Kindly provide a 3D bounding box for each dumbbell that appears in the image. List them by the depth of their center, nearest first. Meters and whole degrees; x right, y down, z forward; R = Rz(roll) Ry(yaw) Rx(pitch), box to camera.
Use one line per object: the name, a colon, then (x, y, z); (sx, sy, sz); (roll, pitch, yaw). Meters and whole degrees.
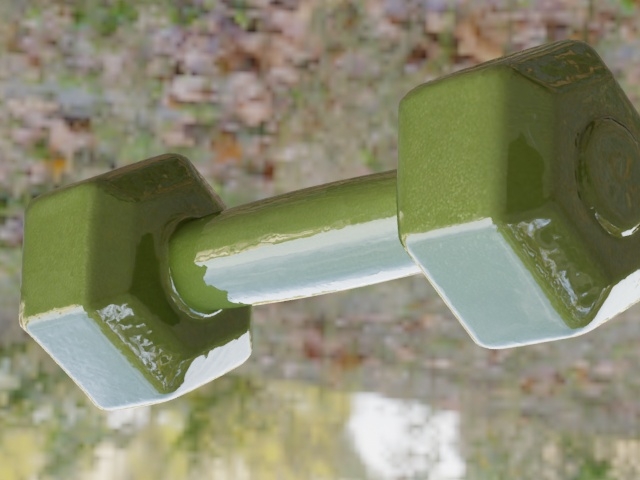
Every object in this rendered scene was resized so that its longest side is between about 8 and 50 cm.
dumbbell: (0.000, 0.000, 0.782); (0.302, 0.108, 0.121); (-12, -172, 41)
